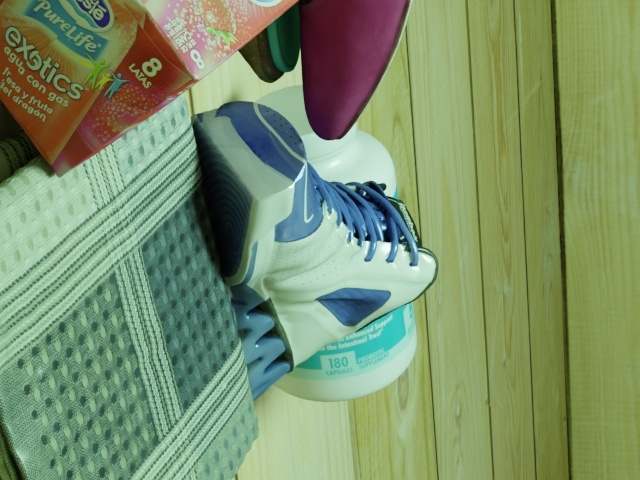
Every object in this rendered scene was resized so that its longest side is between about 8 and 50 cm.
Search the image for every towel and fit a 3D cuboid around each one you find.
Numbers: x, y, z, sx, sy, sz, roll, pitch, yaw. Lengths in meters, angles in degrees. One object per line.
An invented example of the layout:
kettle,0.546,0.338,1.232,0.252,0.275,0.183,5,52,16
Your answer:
towel,-0.142,0.070,1.167,0.324,0.056,0.312,-51,133,-59

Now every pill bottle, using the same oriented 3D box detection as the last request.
pill bottle,0.000,0.000,1.576,0.146,0.146,0.264,-67,153,-52

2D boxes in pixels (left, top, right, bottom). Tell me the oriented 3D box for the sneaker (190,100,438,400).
sneaker,-0.007,-0.010,1.390,0.127,0.182,0.315,56,-18,29

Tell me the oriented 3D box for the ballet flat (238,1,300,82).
ballet flat,-0.071,-0.287,1.341,0.116,0.124,0.342,5,88,-78

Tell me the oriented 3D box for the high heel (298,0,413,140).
high heel,-0.017,-0.262,1.254,0.127,0.181,0.377,-146,-116,-72

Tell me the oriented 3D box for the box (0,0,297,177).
box,-0.099,-0.161,1.131,0.122,0.128,0.257,54,33,-8
